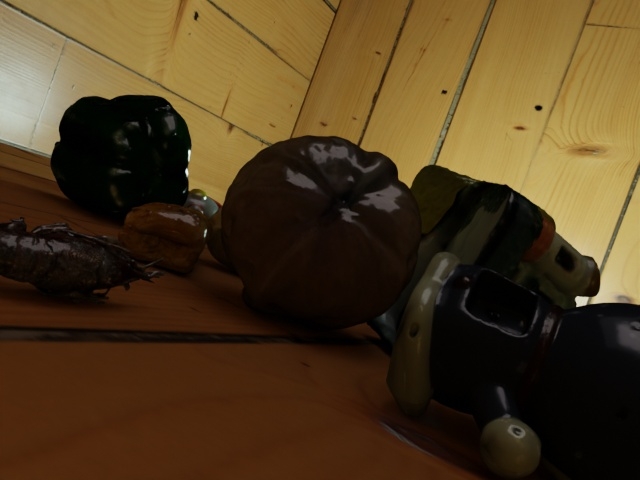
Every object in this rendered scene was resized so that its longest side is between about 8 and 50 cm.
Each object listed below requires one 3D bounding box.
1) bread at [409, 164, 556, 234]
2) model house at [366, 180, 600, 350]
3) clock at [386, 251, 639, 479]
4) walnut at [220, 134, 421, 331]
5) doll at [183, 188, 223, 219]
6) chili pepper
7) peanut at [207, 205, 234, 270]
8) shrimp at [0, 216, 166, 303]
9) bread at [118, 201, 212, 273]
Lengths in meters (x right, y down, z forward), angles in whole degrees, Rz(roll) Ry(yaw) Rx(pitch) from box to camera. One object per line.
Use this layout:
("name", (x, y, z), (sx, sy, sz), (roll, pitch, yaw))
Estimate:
("bread", (0.263, 0.035, 1.097), (0.348, 0.307, 0.348), (21, 1, 0))
("model house", (0.253, 0.092, 0.758), (0.291, 0.253, 0.184), (32, 4, -20))
("clock", (0.181, 0.108, 0.440), (0.243, 0.146, 0.199), (19, 33, 23))
("walnut", (-0.003, -0.006, 0.693), (0.248, 0.248, 0.248), (20, 1, 0))
("doll", (-0.379, -0.100, 1.427), (0.336, 0.105, 0.200), (19, 1, -10))
("chili pepper", (-0.371, -0.149, 1.073), (0.233, 0.248, 0.257), (-10, 22, -37))
("peanut", (-0.044, 0.019, 0.969), (0.305, 0.147, 0.147), (23, 1, -16))
("shrimp", (-0.191, 0.018, 0.445), (0.065, 0.056, 0.165), (13, -5, 33))
("bread", (-0.214, -0.010, 0.806), (0.114, 0.083, 0.211), (16, 1, -11))
